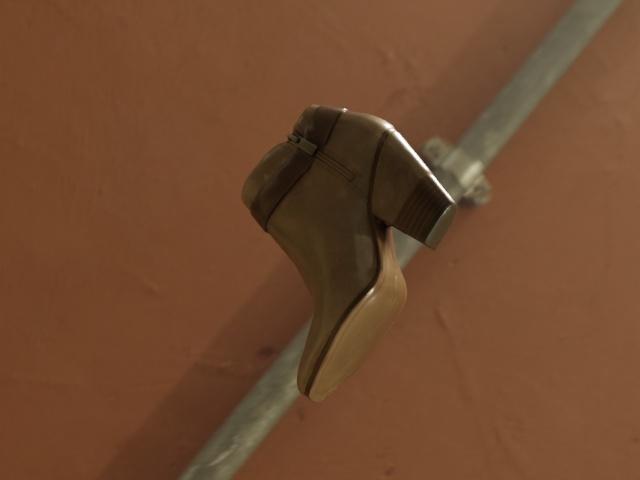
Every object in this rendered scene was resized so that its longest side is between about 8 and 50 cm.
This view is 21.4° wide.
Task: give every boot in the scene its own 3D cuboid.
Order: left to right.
[{"bbox_3d":[0.000,0.000,0.734,0.087,0.042,0.118,33,-99,25],"label":"boot"}]
